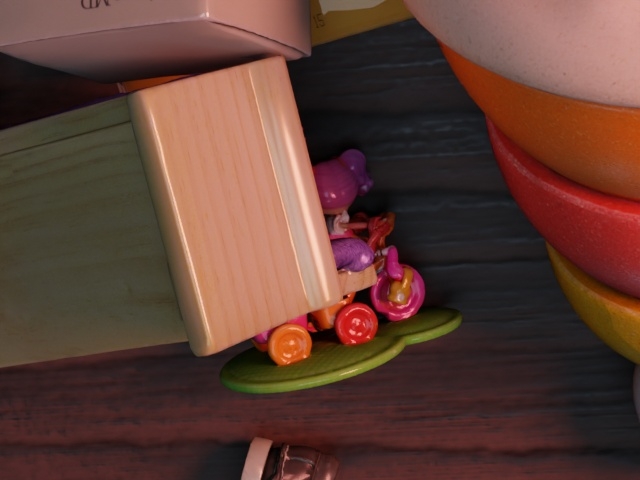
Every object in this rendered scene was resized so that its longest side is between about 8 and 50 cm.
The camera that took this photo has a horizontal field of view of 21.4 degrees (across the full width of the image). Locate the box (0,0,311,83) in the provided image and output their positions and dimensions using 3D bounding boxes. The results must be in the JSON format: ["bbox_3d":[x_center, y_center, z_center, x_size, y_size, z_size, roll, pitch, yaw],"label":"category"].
[{"bbox_3d":[-0.099,-0.218,0.965,0.148,0.127,0.232,-5,84,25],"label":"box"}]

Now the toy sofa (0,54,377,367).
[{"bbox_3d":[-0.154,-0.005,1.043,0.362,0.177,0.150,-10,96,39],"label":"toy sofa"}]

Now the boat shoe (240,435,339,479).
[{"bbox_3d":[-0.032,0.255,1.237,0.068,0.081,0.228,8,109,4],"label":"boat shoe"}]

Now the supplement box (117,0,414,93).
[{"bbox_3d":[-0.024,-0.162,1.075,0.233,0.080,0.078,-15,109,7],"label":"supplement box"}]

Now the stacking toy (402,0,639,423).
[{"bbox_3d":[0.239,-0.037,1.038,0.350,0.351,0.480,-7,131,6],"label":"stacking toy"}]

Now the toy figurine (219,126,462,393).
[{"bbox_3d":[0.000,0.000,1.130,0.173,0.130,0.159,-15,102,-14],"label":"toy figurine"}]
